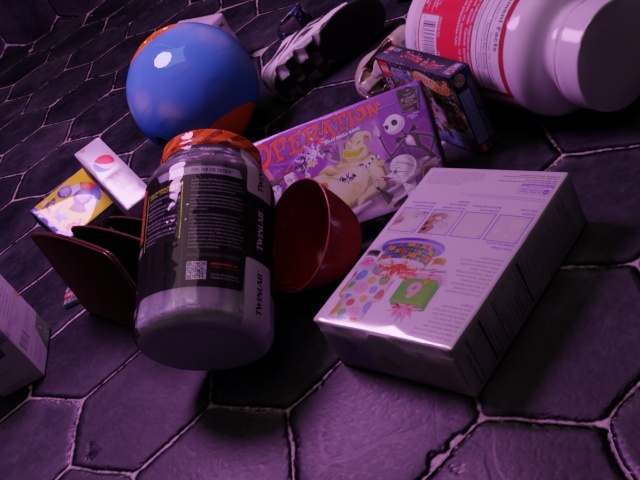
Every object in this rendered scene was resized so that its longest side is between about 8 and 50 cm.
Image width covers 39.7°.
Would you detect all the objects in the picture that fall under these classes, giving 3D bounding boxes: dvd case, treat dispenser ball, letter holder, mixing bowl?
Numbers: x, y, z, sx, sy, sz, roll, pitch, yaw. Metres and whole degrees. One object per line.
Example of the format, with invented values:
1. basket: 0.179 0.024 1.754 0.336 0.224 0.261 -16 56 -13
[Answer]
1. dvd case: -0.472 0.082 1.786 0.087 0.013 0.119 -25 33 9
2. treat dispenser ball: -0.278 -0.329 1.934 0.288 0.288 0.288 -22 33 15
3. letter holder: -0.346 0.028 1.564 0.301 0.214 0.152 10 50 47
4. mixing bowl: 0.000 0.000 1.394 0.181 0.098 0.182 -23 61 50

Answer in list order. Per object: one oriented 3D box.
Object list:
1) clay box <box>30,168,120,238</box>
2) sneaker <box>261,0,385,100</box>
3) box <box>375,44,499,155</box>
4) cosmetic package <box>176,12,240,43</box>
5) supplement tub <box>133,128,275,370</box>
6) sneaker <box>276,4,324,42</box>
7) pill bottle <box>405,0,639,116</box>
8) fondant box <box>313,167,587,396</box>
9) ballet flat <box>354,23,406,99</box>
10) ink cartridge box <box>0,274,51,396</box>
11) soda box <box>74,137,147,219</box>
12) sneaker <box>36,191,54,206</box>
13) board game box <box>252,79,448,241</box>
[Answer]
1. clay box: -0.515 -0.091 1.972 0.127 0.053 0.222 36 68 22
2. sneaker: -0.004 -0.462 2.047 0.330 0.122 0.146 -36 34 -9
3. box: 0.200 -0.248 1.544 0.044 0.159 0.233 -38 32 -12
4. cosmetic package: -0.318 -0.478 2.303 0.183 0.151 0.151 4 46 45
5. supplement tub: -0.172 0.011 1.358 0.207 0.207 0.338 -15 57 23
6. sneaker: -0.003 -0.525 2.135 0.216 0.121 0.079 -23 33 13
7. pill bottle: 0.342 -0.334 1.479 0.229 0.229 0.407 -40 33 -14
8. fondant box: 0.182 0.040 1.221 0.238 0.096 0.330 7 47 45
9. ballet flat: 0.114 -0.329 1.714 0.086 0.086 0.248 -53 3 -31
10. ink cartridge box: -0.593 0.151 1.601 0.093 0.212 0.154 -28 32 6
11. soda box: -0.435 -0.126 1.905 0.069 0.074 0.216 -40 60 -15
12. sneaker: -0.613 -0.063 2.054 0.188 0.067 0.078 14 47 45
13. board game box: 0.038 -0.114 1.493 0.346 0.056 0.208 -19 67 19
